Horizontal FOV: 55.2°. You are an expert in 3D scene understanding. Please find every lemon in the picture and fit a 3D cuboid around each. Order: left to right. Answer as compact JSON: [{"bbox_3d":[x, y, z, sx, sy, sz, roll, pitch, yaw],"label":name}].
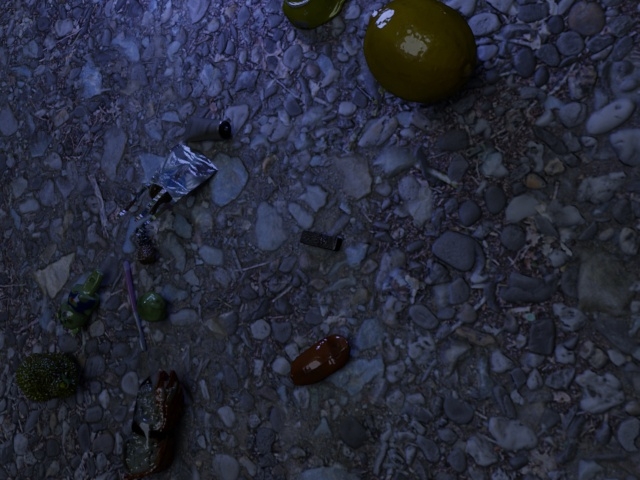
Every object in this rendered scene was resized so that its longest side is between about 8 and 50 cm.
[{"bbox_3d":[0.226,-0.435,1.406,0.236,0.236,0.263,-42,46,16],"label":"lemon"}]

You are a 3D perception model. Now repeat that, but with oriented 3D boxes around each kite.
[{"bbox_3d":[-0.455,-0.156,1.774,0.169,0.015,0.310,38,71,22],"label":"kite"}]

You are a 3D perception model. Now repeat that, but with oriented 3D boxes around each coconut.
[{"bbox_3d":[-0.486,0.193,1.767,0.087,0.096,0.088,-3,74,12],"label":"coconut"}]

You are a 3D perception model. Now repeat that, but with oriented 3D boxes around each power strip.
[{"bbox_3d":[0.000,0.000,1.571,0.111,0.029,0.038,12,88,29],"label":"power strip"}]

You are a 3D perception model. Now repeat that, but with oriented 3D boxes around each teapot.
[{"bbox_3d":[-0.483,-0.128,1.822,0.084,0.080,0.111,18,91,29],"label":"teapot"}]

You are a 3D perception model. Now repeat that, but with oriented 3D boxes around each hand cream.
[{"bbox_3d":[-0.332,-0.325,1.793,0.186,0.054,0.087,8,81,36],"label":"hand cream"}]

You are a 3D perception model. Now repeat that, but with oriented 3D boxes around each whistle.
[{"bbox_3d":[-0.746,0.189,1.912,0.105,0.085,0.227,38,100,18],"label":"whistle"}]

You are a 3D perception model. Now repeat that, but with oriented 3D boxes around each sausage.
[{"bbox_3d":[0.002,0.293,1.499,0.179,0.089,0.089,-34,68,16],"label":"sausage"}]

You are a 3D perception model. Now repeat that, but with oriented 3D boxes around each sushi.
[{"bbox_3d":[-0.460,0.514,1.686,0.129,0.124,0.333,7,84,18],"label":"sushi"}]

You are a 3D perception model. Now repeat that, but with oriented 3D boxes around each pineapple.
[{"bbox_3d":[-0.529,0.010,1.843,0.058,0.058,0.125,-27,66,22],"label":"pineapple"}]

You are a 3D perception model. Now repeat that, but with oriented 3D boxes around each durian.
[{"bbox_3d":[-0.832,0.423,1.887,0.198,0.159,0.146,14,100,-3],"label":"durian"}]

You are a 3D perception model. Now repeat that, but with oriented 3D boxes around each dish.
[{"bbox_3d":[-0.034,-0.661,1.667,0.207,0.080,0.149,0,82,30],"label":"dish"}]

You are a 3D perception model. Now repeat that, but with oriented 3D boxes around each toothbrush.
[{"bbox_3d":[-0.565,0.198,1.850,0.025,0.020,0.287,-26,71,29],"label":"toothbrush"}]
